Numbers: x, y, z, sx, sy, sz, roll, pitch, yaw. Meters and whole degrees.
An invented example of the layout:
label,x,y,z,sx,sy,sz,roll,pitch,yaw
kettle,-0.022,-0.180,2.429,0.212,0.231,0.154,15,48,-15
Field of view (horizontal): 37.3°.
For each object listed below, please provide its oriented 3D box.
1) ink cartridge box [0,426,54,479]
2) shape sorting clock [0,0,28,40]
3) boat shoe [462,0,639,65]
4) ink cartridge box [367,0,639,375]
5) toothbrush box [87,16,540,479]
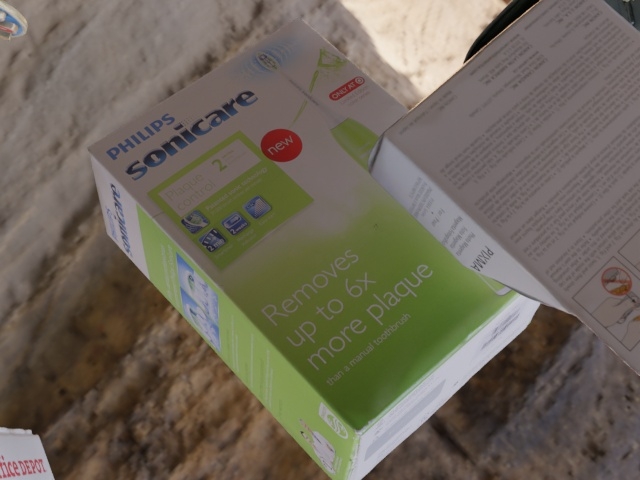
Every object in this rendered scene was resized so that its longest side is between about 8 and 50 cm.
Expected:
label,x,y,z,sx,sy,sz,roll,pitch,yaw
ink cartridge box,-0.200,0.243,0.578,0.100,0.237,0.172,-21,170,-7
shape sorting clock,-0.393,-0.241,0.933,0.206,0.206,0.040,128,-19,-83
boat shoe,0.220,-0.202,0.774,0.319,0.099,0.116,131,-27,-61
ink cartridge box,0.176,-0.032,0.594,0.189,0.232,0.066,-40,171,-20
toothbrush box,0.000,0.000,0.702,0.206,0.283,0.122,-36,156,-23
